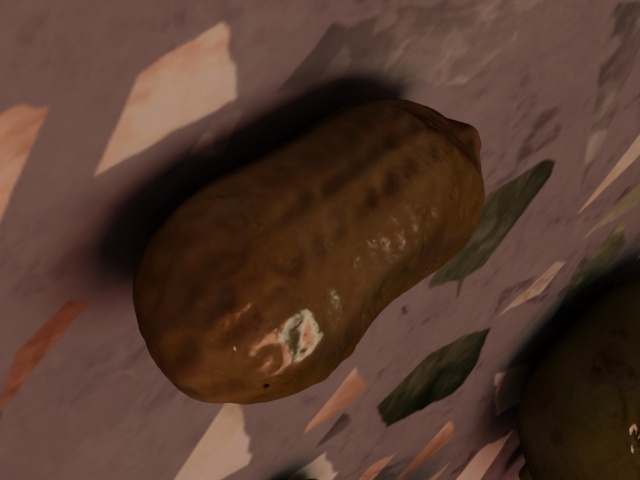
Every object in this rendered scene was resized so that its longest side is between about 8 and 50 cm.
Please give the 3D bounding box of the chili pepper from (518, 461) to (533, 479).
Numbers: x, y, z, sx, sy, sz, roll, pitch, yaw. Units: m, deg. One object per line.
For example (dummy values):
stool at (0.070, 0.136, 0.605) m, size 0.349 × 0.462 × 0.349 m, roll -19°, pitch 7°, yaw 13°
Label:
chili pepper at (0.244, 0.154, 1.697) m, size 0.208 × 0.049 × 0.043 m, roll -48°, pitch -168°, yaw -5°

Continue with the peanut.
peanut at (0.000, 0.000, 0.944) m, size 0.236 × 0.110 × 0.120 m, roll -35°, pitch 134°, yaw -41°

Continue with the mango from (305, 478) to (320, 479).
mango at (-0.010, 0.239, 1.323) m, size 0.119 × 0.100 × 0.178 m, roll -44°, pitch 165°, yaw -12°

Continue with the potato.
potato at (0.290, 0.172, 1.584) m, size 0.218 × 0.202 × 0.351 m, roll -55°, pitch 151°, yaw -21°
